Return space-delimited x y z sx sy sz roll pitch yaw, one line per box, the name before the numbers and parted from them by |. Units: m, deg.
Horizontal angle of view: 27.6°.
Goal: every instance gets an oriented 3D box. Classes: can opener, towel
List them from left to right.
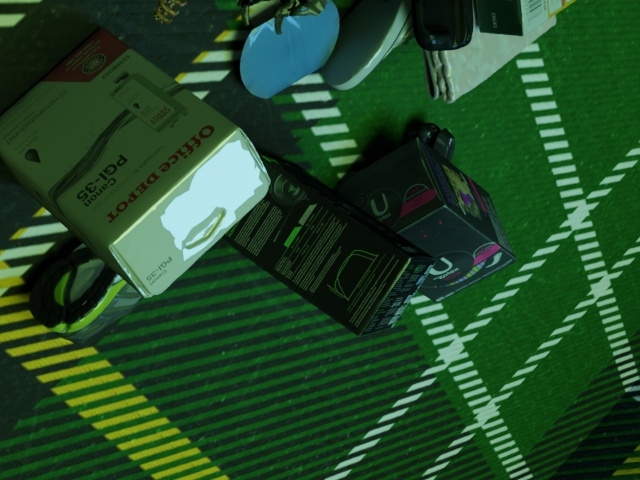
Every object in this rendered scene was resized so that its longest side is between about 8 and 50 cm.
can opener | 0.164 -0.119 2.154 0.059 0.073 0.186 -13 142 -32
towel | 0.232 -0.407 1.883 0.317 0.053 0.332 -39 129 -37

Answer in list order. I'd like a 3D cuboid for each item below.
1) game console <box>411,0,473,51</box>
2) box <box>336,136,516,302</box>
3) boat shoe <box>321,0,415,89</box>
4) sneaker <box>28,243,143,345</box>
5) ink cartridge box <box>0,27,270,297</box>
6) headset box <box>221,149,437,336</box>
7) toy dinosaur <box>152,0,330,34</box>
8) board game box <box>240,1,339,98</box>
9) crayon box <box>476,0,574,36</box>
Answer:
game console | 0.137 -0.427 1.684 0.213 0.044 0.361 -10 98 -34
box | 0.175 -0.027 2.112 0.165 0.143 0.270 -31 147 21
boat shoe | 0.103 -0.323 1.887 0.088 0.096 0.268 35 83 -50
sneaker | -0.262 0.025 1.778 0.300 0.111 0.121 -40 159 -15
ink cartridge box | -0.229 -0.097 1.536 0.207 0.283 0.117 -44 144 -13
headset box | 0.000 0.000 1.847 0.131 0.283 0.246 -57 168 6
toy dinosaur | -0.083 -0.385 1.617 0.322 0.164 0.218 -32 128 2
board game box | -0.050 -0.275 1.805 0.168 0.033 0.133 -33 145 -18
crayon box | 0.336 -0.449 1.890 0.323 0.083 0.203 -35 126 -39
